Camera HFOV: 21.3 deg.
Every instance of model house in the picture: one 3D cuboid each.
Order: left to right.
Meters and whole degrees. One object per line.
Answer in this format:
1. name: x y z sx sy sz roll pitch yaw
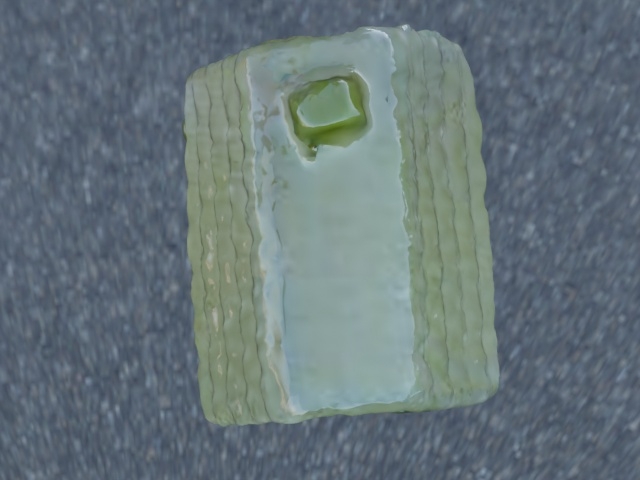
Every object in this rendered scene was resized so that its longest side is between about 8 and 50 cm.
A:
1. model house: 0.000 0.000 0.873 0.175 0.234 0.193 -4 87 6
